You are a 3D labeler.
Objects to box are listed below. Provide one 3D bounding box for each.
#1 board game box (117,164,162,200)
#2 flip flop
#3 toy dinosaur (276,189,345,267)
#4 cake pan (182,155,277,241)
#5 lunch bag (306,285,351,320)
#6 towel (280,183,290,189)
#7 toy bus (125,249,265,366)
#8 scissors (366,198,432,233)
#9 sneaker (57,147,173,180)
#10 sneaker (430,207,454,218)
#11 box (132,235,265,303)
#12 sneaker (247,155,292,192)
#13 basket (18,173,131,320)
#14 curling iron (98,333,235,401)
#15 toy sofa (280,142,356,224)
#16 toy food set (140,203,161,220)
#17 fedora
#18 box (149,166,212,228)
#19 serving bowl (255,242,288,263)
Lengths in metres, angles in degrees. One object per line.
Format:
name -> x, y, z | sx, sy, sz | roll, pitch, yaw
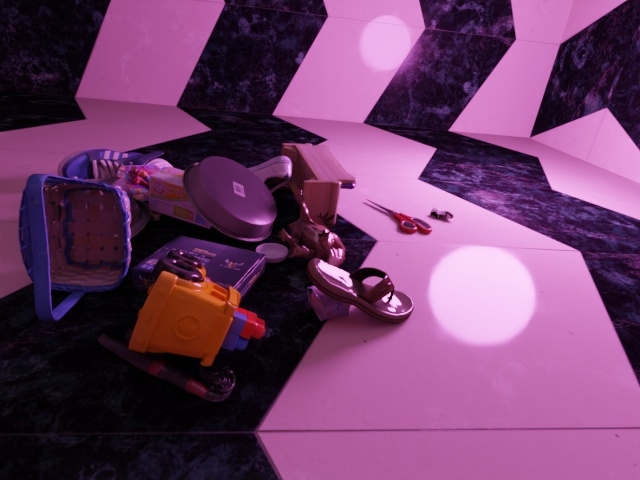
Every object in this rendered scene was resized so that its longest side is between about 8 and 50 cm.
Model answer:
board game box -> -0.533, -0.189, 1.277 | 0.169, 0.033, 0.133 | -15, 70, -49
flip flop -> 0.098, 0.092, 0.866 | 0.277, 0.080, 0.112 | 26, 19, -25
toy dinosaur -> 0.000, 0.000, 1.082 | 0.200, 0.127, 0.295 | 31, 18, -52
cake pan -> -0.240, -0.126, 1.159 | 0.293, 0.054, 0.293 | 33, 31, -24
lunch bag -> 0.017, 0.126, 0.886 | 0.071, 0.053, 0.083 | -9, 41, -28
towel -> -0.043, -0.240, 1.647 | 0.199, 0.031, 0.274 | 14, 29, 11
toy bus -> -0.206, 0.125, 0.738 | 0.212, 0.149, 0.220 | 22, 3, -13
scissors -> 0.268, -0.089, 1.430 | 0.109, 0.021, 0.297 | -7, 28, -21
sneaker -> -0.643, -0.223, 1.352 | 0.237, 0.130, 0.323 | 21, 24, 36
sneaker -> 0.427, -0.089, 1.456 | 0.083, 0.031, 0.037 | 20, 42, 35
box -> -0.264, 0.068, 0.930 | 0.233, 0.059, 0.183 | 13, 25, 11
sneaker -> -0.206, -0.188, 1.354 | 0.094, 0.258, 0.091 | 33, 42, -47
basket -> -0.487, -0.001, 0.815 | 0.201, 0.254, 0.289 | 2, 8, -14
curling iron -> -0.260, 0.206, 0.681 | 0.275, 0.035, 0.068 | 11, 8, 18
toy sofa -> -0.021, -0.203, 1.409 | 0.177, 0.150, 0.362 | -3, 33, -18
toy food set -> -0.517, -0.087, 1.238 | 0.078, 0.019, 0.122 | -1, 35, -15
fedora -> -0.589, -0.095, 1.097 | 0.244, 0.124, 0.275 | -3, 28, -6
box -> -0.390, -0.130, 1.221 | 0.204, 0.114, 0.103 | 17, 28, 8
serving bowl -> -0.125, 0.037, 1.062 | 0.084, 0.027, 0.083 | 5, 25, -2
